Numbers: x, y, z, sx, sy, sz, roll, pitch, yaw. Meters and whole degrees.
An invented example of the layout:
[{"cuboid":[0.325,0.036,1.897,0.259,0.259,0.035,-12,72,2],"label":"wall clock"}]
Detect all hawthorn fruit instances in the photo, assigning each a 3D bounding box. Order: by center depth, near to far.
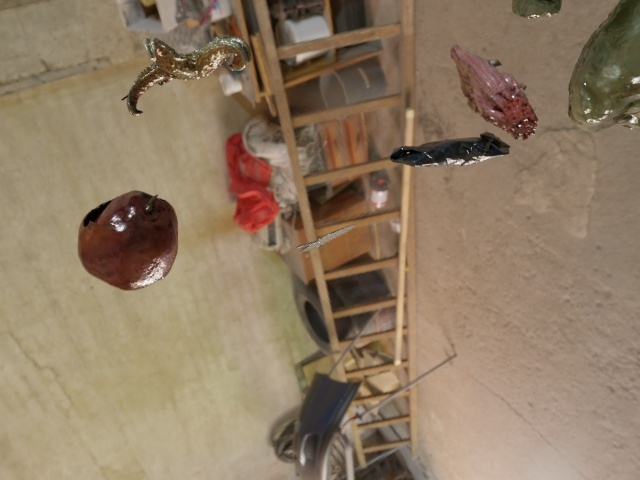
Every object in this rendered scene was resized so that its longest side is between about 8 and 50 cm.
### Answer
[{"cuboid":[-0.276,-0.008,0.842,0.172,0.148,0.148,-44,68,39],"label":"hawthorn fruit"}]

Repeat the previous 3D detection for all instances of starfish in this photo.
[{"cuboid":[-0.286,-0.362,1.193,0.312,0.303,0.113,-82,-29,-77],"label":"starfish"}]

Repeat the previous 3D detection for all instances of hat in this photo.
[{"cuboid":[0.399,-0.313,1.263,0.236,0.107,0.286,41,-164,-33],"label":"hat"}]

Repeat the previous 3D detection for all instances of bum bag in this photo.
[{"cuboid":[0.326,-0.219,1.416,0.137,0.310,0.074,-108,9,-68],"label":"bum bag"}]

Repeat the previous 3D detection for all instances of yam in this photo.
[{"cuboid":[0.229,-0.300,0.595,0.054,0.054,0.132,43,152,48],"label":"yam"}]

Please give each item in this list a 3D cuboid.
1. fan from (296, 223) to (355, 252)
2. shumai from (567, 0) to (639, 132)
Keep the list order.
[{"cuboid":[0.000,0.000,1.025,0.113,0.175,0.005,-29,83,25],"label":"fan"},{"cuboid":[0.522,-0.224,0.652,0.323,0.397,0.324,45,-177,18],"label":"shumai"}]
